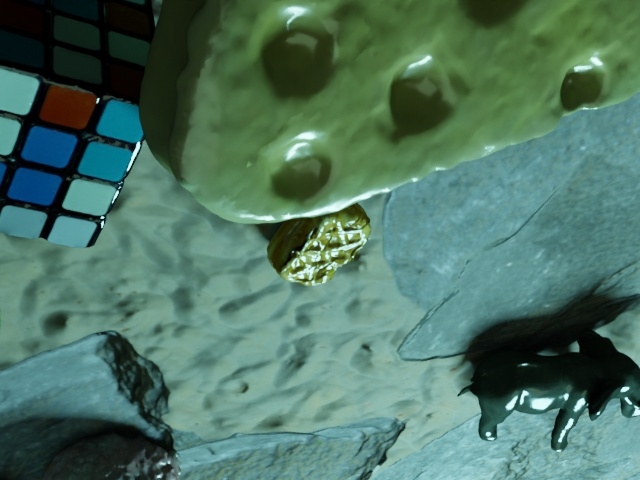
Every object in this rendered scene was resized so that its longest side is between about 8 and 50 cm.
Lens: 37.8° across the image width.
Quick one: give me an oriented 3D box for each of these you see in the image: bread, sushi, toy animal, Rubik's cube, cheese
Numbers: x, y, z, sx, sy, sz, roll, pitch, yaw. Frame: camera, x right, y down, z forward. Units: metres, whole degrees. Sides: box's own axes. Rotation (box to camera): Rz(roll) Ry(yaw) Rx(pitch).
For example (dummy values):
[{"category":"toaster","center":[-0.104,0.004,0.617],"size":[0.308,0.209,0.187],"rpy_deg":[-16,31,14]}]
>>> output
[{"category":"bread","center":[0.000,0.000,0.923],"size":[0.083,0.044,0.111],"rpy_deg":[21,124,-35]},{"category":"sushi","center":[-0.280,0.333,1.150],"size":[0.161,0.107,0.241],"rpy_deg":[27,123,-32]},{"category":"toy animal","center":[0.300,0.195,1.164],"size":[0.245,0.115,0.146],"rpy_deg":[-7,137,-10]},{"category":"Rubik's cube","center":[-0.215,-0.108,0.665],"size":[0.154,0.155,0.151],"rpy_deg":[14,132,-28]},{"category":"cheese","center":[0.034,-0.158,0.587],"size":[0.384,0.104,0.384],"rpy_deg":[-13,120,-24]}]
